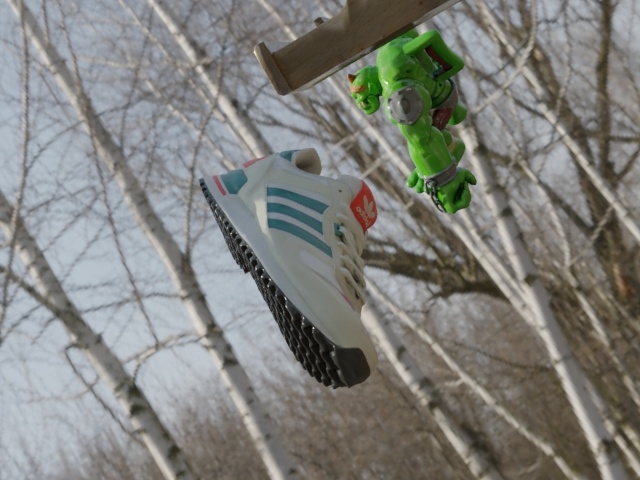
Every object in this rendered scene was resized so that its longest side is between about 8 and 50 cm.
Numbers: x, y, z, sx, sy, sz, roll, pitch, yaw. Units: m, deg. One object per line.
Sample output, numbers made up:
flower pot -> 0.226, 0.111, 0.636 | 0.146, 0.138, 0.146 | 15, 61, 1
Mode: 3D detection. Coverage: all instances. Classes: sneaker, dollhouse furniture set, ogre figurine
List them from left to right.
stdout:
dollhouse furniture set -> -0.012, -0.257, 0.702 | 0.161, 0.242, 0.212 | -28, 5, 14
sneaker -> 0.000, 0.000, 0.438 | 0.075, 0.161, 0.057 | -28, -52, -10
ogre figurine -> 0.088, -0.128, 0.816 | 0.097, 0.197, 0.118 | -5, -39, 32
